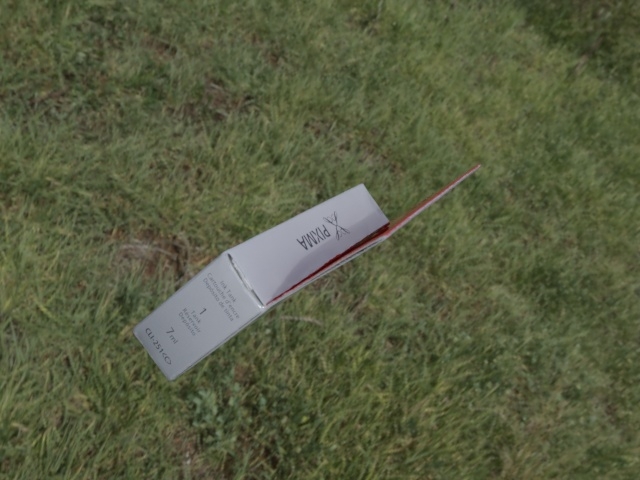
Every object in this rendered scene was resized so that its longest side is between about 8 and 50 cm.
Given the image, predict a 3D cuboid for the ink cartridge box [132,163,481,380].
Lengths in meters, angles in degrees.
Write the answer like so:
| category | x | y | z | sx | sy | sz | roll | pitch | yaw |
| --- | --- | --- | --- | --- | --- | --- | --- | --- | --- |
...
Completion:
| category | x | y | z | sx | sy | sz | roll | pitch | yaw |
| --- | --- | --- | --- | --- | --- | --- | --- | --- | --- |
| ink cartridge box | 0.000 | 0.000 | 0.727 | 0.066 | 0.261 | 0.296 | 55 | 29 | 2 |
